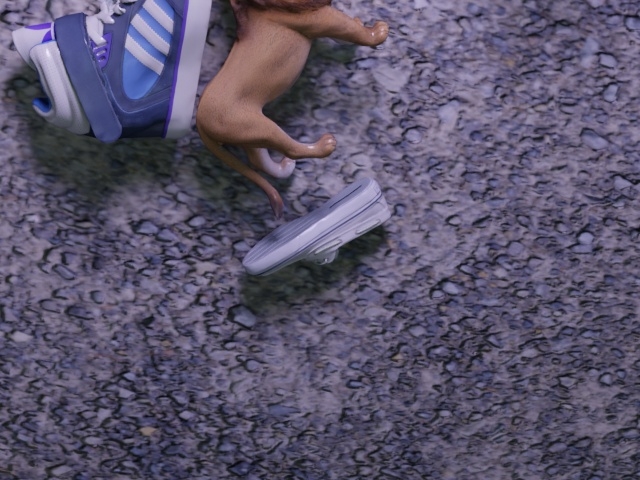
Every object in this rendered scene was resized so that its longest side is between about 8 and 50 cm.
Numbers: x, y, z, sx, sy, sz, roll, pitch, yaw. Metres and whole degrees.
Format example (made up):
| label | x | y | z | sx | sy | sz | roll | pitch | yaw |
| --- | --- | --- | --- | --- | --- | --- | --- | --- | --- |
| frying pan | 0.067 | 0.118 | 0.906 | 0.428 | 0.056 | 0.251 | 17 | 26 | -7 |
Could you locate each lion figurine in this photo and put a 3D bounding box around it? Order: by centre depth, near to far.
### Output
| label | x | y | z | sx | sy | sz | roll | pitch | yaw |
| --- | --- | --- | --- | --- | --- | --- | --- | --- | --- |
| lion figurine | -0.072 | -0.232 | 1.388 | 0.240 | 0.142 | 0.392 | 16 | 102 | -28 |

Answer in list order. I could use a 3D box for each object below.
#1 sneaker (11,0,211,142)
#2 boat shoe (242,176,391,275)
| label | x | y | z | sx | sy | sz | roll | pitch | yaw |
| --- | --- | --- | --- | --- | --- | --- | --- | --- | --- |
| sneaker | -0.268 | -0.281 | 1.352 | 0.236 | 0.130 | 0.323 | 5 | 116 | -14 |
| boat shoe | 0.000 | 0.000 | 1.528 | 0.226 | 0.083 | 0.076 | -31 | 111 | 4 |
